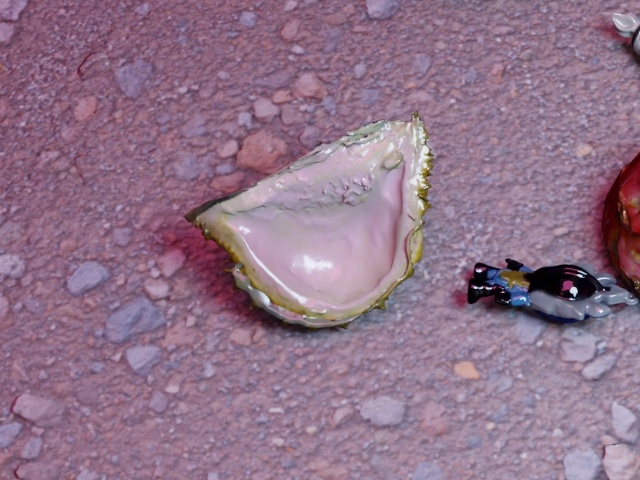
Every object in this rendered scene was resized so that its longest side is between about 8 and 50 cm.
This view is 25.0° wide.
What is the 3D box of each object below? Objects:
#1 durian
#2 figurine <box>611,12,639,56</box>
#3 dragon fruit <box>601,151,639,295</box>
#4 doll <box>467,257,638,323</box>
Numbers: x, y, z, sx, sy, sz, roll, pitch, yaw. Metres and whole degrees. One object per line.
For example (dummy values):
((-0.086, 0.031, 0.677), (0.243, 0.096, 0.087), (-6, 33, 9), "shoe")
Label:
((0.014, 0.005, 1.712), (0.305, 0.185, 0.196), (-22, 75, -1), "durian")
((0.439, -0.242, 1.841), (0.146, 0.081, 0.098), (9, 59, 14), "figurine")
((0.415, -0.053, 1.683), (0.189, 0.163, 0.262), (8, 46, 50), "dragon fruit")
((0.271, 0.057, 1.678), (0.195, 0.070, 0.096), (6, 37, 16), "doll")
